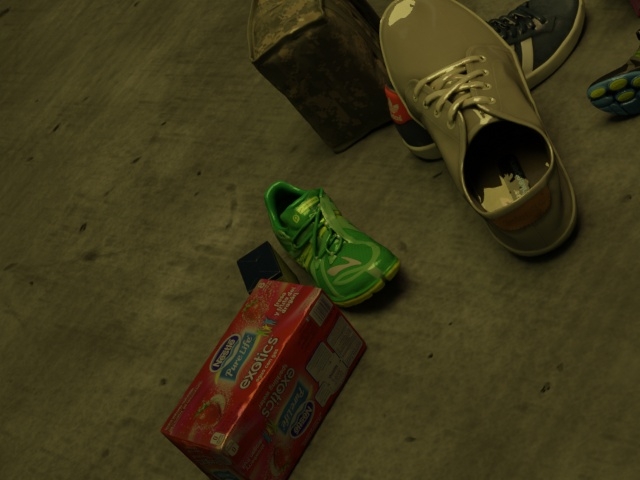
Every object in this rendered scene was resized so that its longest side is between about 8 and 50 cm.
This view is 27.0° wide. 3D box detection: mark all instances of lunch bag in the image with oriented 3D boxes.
[{"bbox_3d":[0.008,-0.324,2.130,0.169,0.235,0.287,-31,37,19],"label":"lunch bag"}]

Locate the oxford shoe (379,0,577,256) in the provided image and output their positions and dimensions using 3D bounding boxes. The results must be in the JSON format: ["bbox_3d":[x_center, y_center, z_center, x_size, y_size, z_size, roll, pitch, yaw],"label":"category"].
[{"bbox_3d":[0.201,-0.180,1.776,0.169,0.130,0.449,-33,58,13],"label":"oxford shoe"}]

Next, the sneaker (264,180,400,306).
[{"bbox_3d":[0.000,0.000,1.881,0.109,0.123,0.295,-45,37,-10],"label":"sneaker"}]

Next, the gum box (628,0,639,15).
[{"bbox_3d":[0.482,-0.425,1.983,0.107,0.062,0.188,-28,37,13],"label":"gum box"}]

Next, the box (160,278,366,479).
[{"bbox_3d":[-0.070,0.190,1.731,0.122,0.128,0.257,7,56,44],"label":"box"}]

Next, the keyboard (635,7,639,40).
[{"bbox_3d":[0.531,-0.333,1.881,0.192,0.038,0.100,-41,59,-6],"label":"keyboard"}]

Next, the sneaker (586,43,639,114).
[{"bbox_3d":[0.447,-0.232,1.808,0.188,0.067,0.078,-30,34,2],"label":"sneaker"}]

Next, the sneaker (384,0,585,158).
[{"bbox_3d":[0.240,-0.280,1.960,0.350,0.148,0.131,-44,36,-8],"label":"sneaker"}]

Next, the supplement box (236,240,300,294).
[{"bbox_3d":[-0.068,0.063,1.904,0.056,0.083,0.083,-33,36,6],"label":"supplement box"}]
